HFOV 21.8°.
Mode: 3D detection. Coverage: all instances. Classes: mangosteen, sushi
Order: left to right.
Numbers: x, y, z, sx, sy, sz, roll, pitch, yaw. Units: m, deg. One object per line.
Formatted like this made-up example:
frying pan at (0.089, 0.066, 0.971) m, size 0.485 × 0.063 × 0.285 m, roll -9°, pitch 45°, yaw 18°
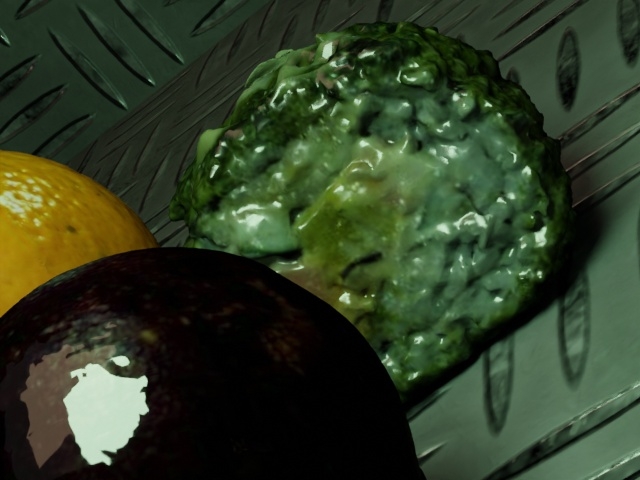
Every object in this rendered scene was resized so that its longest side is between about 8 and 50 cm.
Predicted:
mangosteen at (-0.144, 0.189, 1.102) m, size 0.382 × 0.435 × 0.382 m, roll -178°, pitch 90°, yaw -79°
sushi at (0.033, -0.023, 1.428) m, size 0.352 × 0.294 × 0.178 m, roll -39°, pitch 13°, yaw 16°

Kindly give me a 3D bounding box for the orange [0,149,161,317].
orange at (-0.322, 0.106, 1.412) m, size 0.424 × 0.326 × 0.424 m, roll -39°, pitch -15°, yaw -12°
